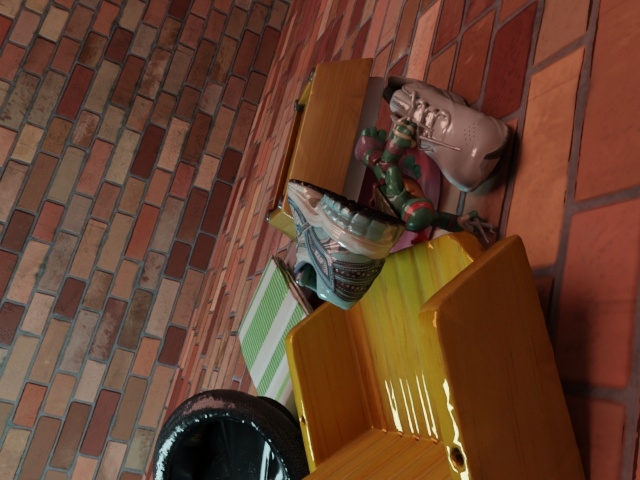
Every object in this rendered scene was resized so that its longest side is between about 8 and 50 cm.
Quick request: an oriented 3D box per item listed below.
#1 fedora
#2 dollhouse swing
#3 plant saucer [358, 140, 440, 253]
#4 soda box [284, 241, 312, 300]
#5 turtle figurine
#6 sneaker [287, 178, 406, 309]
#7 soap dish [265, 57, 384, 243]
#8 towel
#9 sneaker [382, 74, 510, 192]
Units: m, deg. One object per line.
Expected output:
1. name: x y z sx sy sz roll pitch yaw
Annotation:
1. fedora: -0.126 0.393 0.950 0.334 0.334 0.152 -64 -14 18
2. dollhouse swing: 0.003 0.183 0.556 0.347 0.305 0.315 -27 74 65
3. plant saucer: 0.081 -0.034 0.968 0.332 0.084 0.332 -54 25 39
4. soda box: -0.064 0.106 1.247 0.216 0.074 0.069 -63 20 21
5. turtle figurine: 0.118 -0.070 0.711 0.118 0.175 0.234 -32 28 4
6. sneaker: 0.000 0.000 0.674 0.283 0.110 0.122 -135 67 -76
7. soap dish: 0.000 -0.139 0.929 0.229 0.118 0.290 166 118 -78
8. towel: -0.078 0.211 1.122 0.247 0.038 0.325 -64 36 20
9. sneaker: 0.164 -0.161 0.792 0.111 0.129 0.297 -62 21 20
